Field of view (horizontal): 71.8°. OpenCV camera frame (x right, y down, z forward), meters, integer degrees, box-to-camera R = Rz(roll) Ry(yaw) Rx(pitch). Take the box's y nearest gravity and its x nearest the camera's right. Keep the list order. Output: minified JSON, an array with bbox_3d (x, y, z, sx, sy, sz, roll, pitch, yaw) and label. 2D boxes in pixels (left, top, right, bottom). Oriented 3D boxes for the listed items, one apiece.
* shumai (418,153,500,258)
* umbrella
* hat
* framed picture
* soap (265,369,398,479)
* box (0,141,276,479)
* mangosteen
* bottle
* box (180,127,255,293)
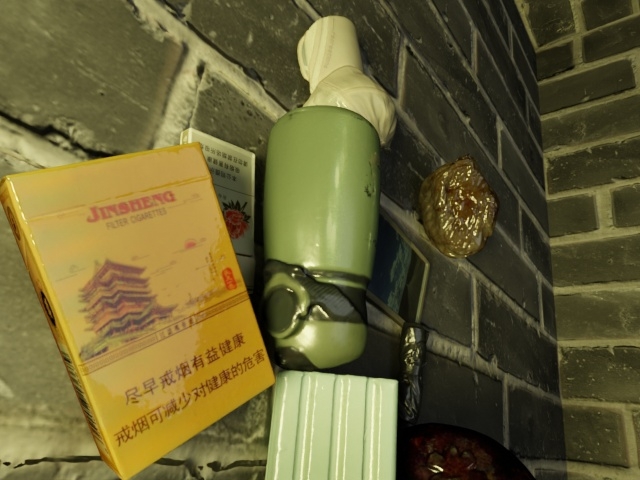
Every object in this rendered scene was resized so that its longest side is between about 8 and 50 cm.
[{"bbox_3d":[0.326,-0.077,1.082,0.218,0.184,0.185,63,4,-2],"label":"shumai"},{"bbox_3d":[0.168,0.276,0.847,0.066,0.059,0.235,27,64,-30],"label":"umbrella"},{"bbox_3d":[0.075,-0.283,0.799,0.219,0.164,0.226,-1,104,-53],"label":"hat"},{"bbox_3d":[0.149,0.066,0.906,0.260,0.023,0.189,42,54,-39],"label":"framed picture"},{"bbox_3d":[0.010,0.307,0.559,0.160,0.087,0.265,6,71,-6],"label":"soap"},{"bbox_3d":[-0.165,0.055,0.436,0.174,0.076,0.274,-23,101,-41],"label":"box"},{"bbox_3d":[0.183,0.441,0.663,0.297,0.297,0.313,-2,121,-52],"label":"mangosteen"},{"bbox_3d":[-0.001,0.000,0.603,0.168,0.168,0.347,24,62,-47],"label":"bottle"},{"bbox_3d":[-0.130,-0.033,0.563,0.109,0.029,0.198,14,70,-49],"label":"box"}]
